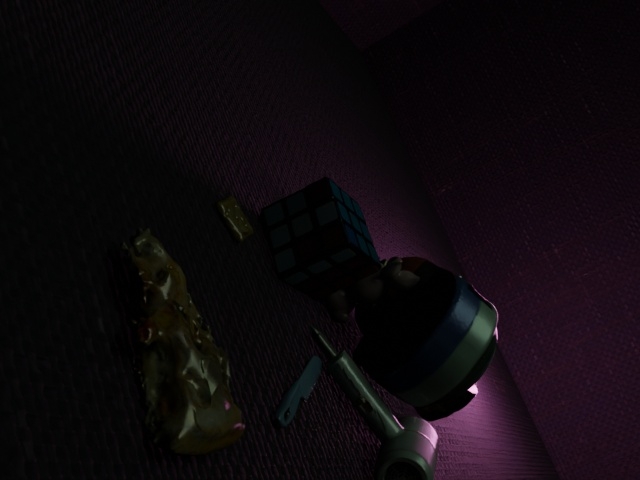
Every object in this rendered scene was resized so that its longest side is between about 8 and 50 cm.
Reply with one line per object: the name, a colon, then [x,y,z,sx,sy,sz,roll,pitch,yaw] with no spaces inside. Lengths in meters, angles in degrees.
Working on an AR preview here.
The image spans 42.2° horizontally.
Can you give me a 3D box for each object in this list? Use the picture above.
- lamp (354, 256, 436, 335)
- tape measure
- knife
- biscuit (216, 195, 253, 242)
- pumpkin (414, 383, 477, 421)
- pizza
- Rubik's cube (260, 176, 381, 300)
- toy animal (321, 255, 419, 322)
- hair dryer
lamp: [0.178,0.135,1.816,0.196,0.223,0.223,47,18,-9]
tape measure: [0.216,0.186,1.586,0.138,0.259,0.262,41,-10,-16]
knife: [-0.029,0.243,1.363,0.313,0.019,0.044,-44,113,-74]
biscuit: [-0.150,-0.038,1.460,0.081,0.018,0.083,60,15,-4]
pumpkin: [0.258,0.280,1.970,0.190,0.139,0.280,21,45,-63]
pizza: [-0.172,0.123,1.024,0.189,0.071,0.297,32,32,-58]
Rubik's cube: [0.000,0.000,1.604,0.160,0.163,0.162,36,34,-56]
toy animal: [0.101,0.082,1.694,0.124,0.212,0.124,51,26,-37]
hair dryer: [0.081,0.300,1.508,0.357,0.107,0.173,52,14,0]
